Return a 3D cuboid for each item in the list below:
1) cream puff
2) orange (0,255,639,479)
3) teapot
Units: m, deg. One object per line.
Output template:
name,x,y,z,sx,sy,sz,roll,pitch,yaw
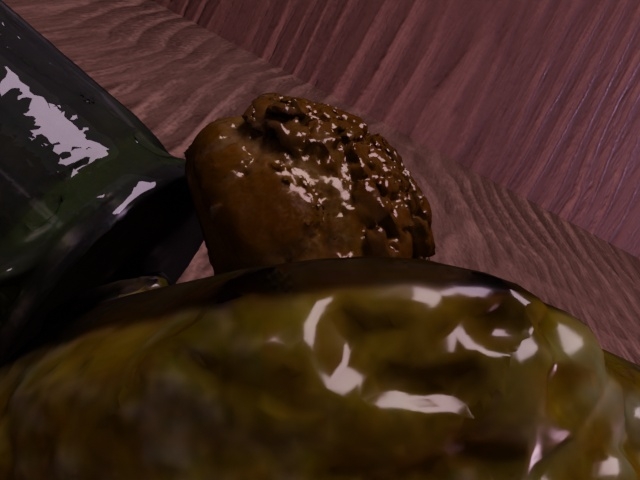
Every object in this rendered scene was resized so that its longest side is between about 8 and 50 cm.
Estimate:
cream puff,0.000,0.000,0.574,0.150,0.115,0.165,-113,-178,-60
orange,0.041,0.133,0.450,0.369,0.271,0.210,16,59,-33
teapot,-0.211,-0.060,0.682,0.337,0.200,0.270,41,15,10
